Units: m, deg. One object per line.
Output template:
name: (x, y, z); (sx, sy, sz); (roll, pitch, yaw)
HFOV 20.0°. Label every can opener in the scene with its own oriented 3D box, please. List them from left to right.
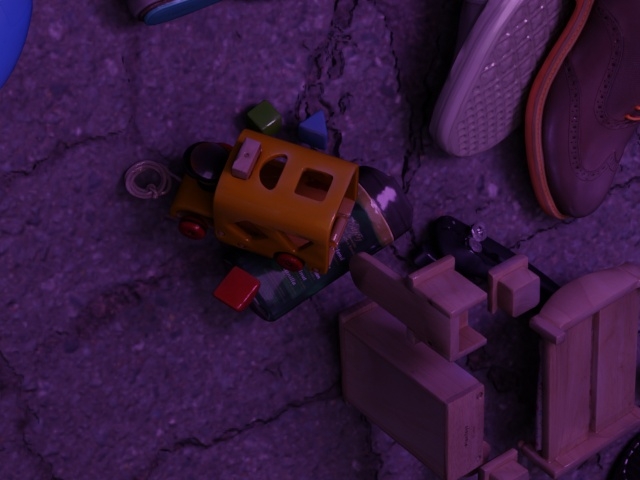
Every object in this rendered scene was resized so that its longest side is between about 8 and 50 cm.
can opener: (0.185, 0.029, 1.875); (0.186, 0.073, 0.059); (25, 55, -25)

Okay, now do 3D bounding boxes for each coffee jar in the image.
coffee jar: (0.000, 0.000, 1.777); (0.184, 0.096, 0.079); (-34, 102, -8)

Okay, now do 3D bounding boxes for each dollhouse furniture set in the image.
dollhouse furniture set: (0.208, 0.074, 1.844); (0.355, 0.174, 0.303); (-27, 132, -28)

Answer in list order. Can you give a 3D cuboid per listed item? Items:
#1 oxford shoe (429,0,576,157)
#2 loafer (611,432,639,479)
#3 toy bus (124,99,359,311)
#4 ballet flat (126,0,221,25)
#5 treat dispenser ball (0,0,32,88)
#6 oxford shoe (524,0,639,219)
oxford shoe: (0.207, -0.295, 1.775); (0.169, 0.130, 0.449); (-2, 118, -56)
loafer: (0.354, 0.284, 1.979); (0.220, 0.080, 0.078); (-50, 144, -4)
toy bus: (-0.063, -0.051, 1.688); (0.202, 0.104, 0.191); (-23, 65, -12)
ballet flat: (-0.084, -0.258, 1.712); (0.213, 0.072, 0.068); (-15, 76, -18)
treat dispenser ball: (-0.383, -0.211, 1.500); (0.288, 0.288, 0.288); (-4, 103, -18)
oxford shoe: (0.297, -0.159, 1.771); (0.130, 0.133, 0.363); (-27, 138, -40)
